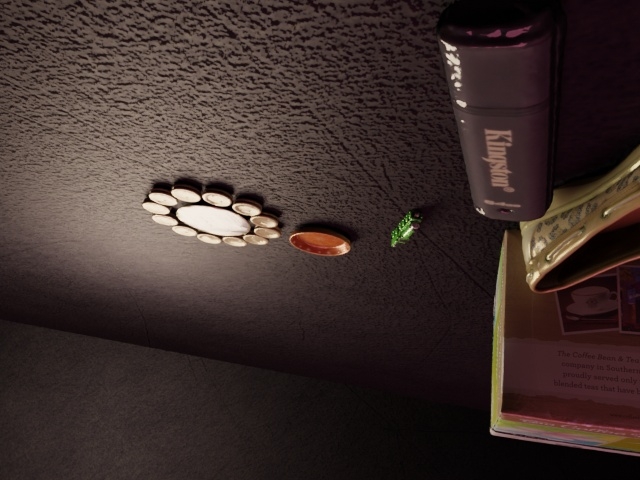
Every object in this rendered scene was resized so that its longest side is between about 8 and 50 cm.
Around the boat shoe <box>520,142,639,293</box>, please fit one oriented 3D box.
[{"bbox_3d":[0.290,-0.022,0.499,0.105,0.089,0.285,16,158,-16],"label":"boat shoe"}]

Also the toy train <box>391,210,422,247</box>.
[{"bbox_3d":[0.103,-0.012,0.699,0.017,0.023,0.083,11,160,-6],"label":"toy train"}]

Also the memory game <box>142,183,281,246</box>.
[{"bbox_3d":[-0.142,-0.031,0.768,0.186,0.012,0.186,8,159,3],"label":"memory game"}]

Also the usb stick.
[{"bbox_3d":[0.146,-0.085,0.455,0.077,0.045,0.278,0,158,20],"label":"usb stick"}]

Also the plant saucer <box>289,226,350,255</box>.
[{"bbox_3d":[0.000,0.000,0.788,0.084,0.013,0.083,7,159,3],"label":"plant saucer"}]

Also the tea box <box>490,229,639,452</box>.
[{"bbox_3d":[0.386,0.145,0.720,0.329,0.219,0.323,2,158,16],"label":"tea box"}]
